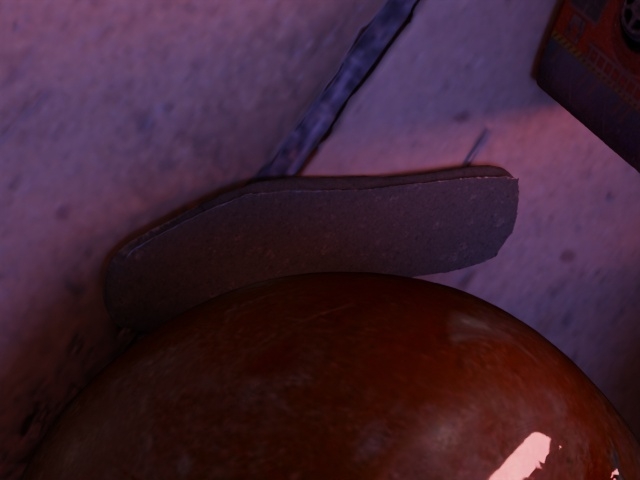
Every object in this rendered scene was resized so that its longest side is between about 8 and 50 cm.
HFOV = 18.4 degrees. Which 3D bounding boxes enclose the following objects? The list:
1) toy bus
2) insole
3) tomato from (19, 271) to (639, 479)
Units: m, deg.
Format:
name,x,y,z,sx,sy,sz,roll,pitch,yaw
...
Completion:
name,x,y,z,sx,sy,sz,roll,pitch,yaw
toy bus,0.160,-0.044,0.762,0.065,0.192,0.077,5,118,-33
insole,0.000,0.000,0.802,0.192,0.010,0.063,-10,122,-29
tomato,-0.002,0.143,0.747,0.270,0.222,0.270,-12,105,-49
